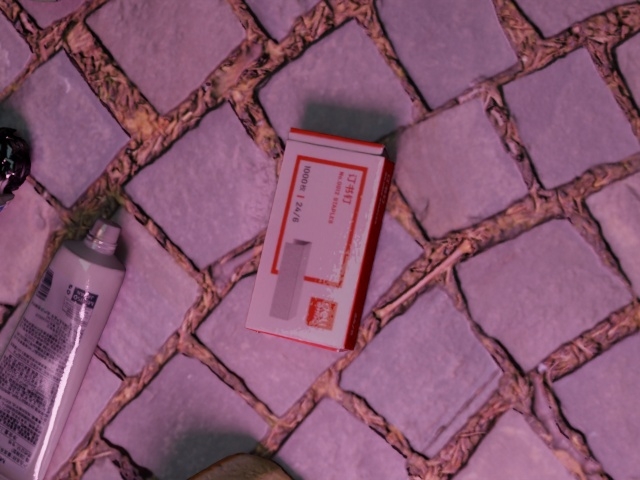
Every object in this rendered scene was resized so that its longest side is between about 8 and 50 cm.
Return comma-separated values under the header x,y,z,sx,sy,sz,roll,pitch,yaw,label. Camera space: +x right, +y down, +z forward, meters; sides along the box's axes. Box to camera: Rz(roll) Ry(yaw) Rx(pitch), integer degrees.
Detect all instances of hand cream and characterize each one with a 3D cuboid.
x,y,z,sx,sy,sz,roll,pitch,yaw,label
-0.308,0.130,2.026,0.124,0.078,0.340,29,100,19,hand cream

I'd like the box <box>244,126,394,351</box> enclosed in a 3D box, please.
x,y,z,sx,sy,sz,roll,pitch,yaw,label
0.000,0.000,1.938,0.123,0.050,0.229,12,87,19,box

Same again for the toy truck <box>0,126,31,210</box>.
x,y,z,sx,sy,sz,roll,pitch,yaw,label
-0.465,-0.088,2.065,0.213,0.161,0.177,50,119,17,toy truck

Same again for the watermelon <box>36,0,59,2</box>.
x,y,z,sx,sy,sz,roll,pitch,yaw,label
-0.338,-0.408,2.049,0.260,0.176,0.256,4,75,41,watermelon

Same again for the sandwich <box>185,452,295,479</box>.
x,y,z,sx,sy,sz,roll,pitch,yaw,label
-0.125,0.340,1.856,0.155,0.198,0.227,41,97,19,sandwich
